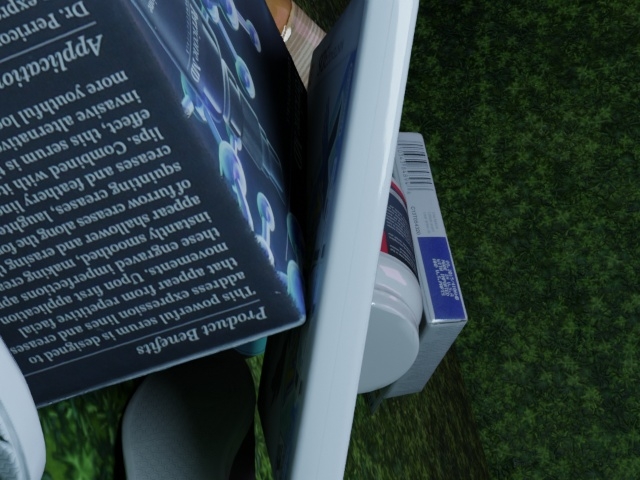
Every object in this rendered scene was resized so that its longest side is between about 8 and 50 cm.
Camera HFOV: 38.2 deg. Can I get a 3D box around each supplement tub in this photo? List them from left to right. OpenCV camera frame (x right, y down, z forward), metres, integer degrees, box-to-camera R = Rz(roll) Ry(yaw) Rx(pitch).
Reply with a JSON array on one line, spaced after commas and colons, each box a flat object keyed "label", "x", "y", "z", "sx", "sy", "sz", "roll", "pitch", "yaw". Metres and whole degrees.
[{"label": "supplement tub", "x": 0.029, "y": 0.039, "z": 1.189, "sx": 0.272, "sy": 0.191, "sz": 0.191, "roll": -93, "pitch": 160, "yaw": -48}]

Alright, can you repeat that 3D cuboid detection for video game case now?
[{"label": "video game case", "x": 0.000, "y": 0.000, "z": 0.682, "sx": 0.300, "sy": 0.036, "sz": 0.329, "roll": -158, "pitch": -103, "yaw": -83}]

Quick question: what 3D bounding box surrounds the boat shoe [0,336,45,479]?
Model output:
[{"label": "boat shoe", "x": -0.220, "y": 0.006, "z": 0.425, "sx": 0.094, "sy": 0.109, "sz": 0.302, "roll": -88, "pitch": 153, "yaw": -61}]

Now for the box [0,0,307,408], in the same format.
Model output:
[{"label": "box", "x": -0.175, "y": -0.146, "z": 0.574, "sx": 0.293, "sy": 0.212, "sz": 0.395, "roll": -91, "pitch": 159, "yaw": -52}]

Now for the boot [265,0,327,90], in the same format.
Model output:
[{"label": "boot", "x": -0.128, "y": -0.150, "z": 0.943, "sx": 0.220, "sy": 0.283, "sz": 0.109, "roll": 31, "pitch": -1, "yaw": -23}]

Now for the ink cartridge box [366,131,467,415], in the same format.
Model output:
[{"label": "ink cartridge box", "x": 0.117, "y": 0.059, "z": 1.432, "sx": 0.330, "sy": 0.071, "sz": 0.324, "roll": 108, "pitch": -24, "yaw": -56}]

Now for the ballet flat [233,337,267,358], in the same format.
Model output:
[{"label": "ballet flat", "x": -0.113, "y": 0.063, "z": 0.847, "sx": 0.203, "sy": 0.074, "sz": 0.074, "roll": 38, "pitch": 36, "yaw": -63}]

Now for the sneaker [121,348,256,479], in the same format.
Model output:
[{"label": "sneaker", "x": -0.090, "y": 0.213, "z": 0.719, "sx": 0.296, "sy": 0.104, "sz": 0.147, "roll": -99, "pitch": 180, "yaw": -58}]
